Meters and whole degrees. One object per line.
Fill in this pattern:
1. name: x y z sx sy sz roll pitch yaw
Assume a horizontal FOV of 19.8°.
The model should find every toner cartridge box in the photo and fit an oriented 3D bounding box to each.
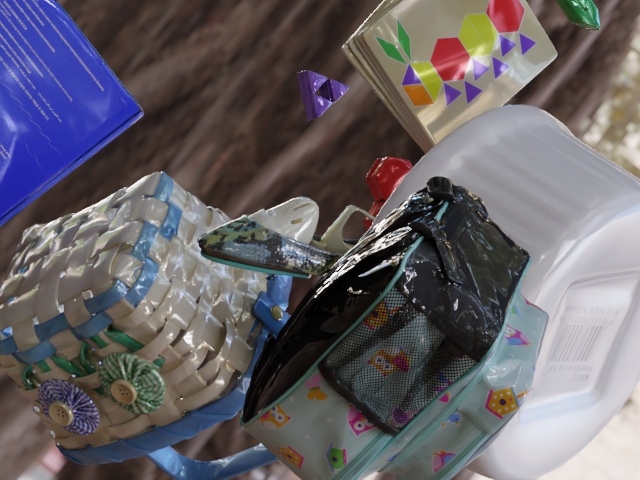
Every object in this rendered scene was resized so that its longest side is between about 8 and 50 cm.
1. toner cartridge box: -0.307 -0.179 1.379 0.348 0.165 0.075 53 -20 -6

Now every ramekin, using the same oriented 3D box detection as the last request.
1. ramekin: 0.152 0.048 1.386 0.135 0.277 0.277 31 -11 34

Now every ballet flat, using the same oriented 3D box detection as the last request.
1. ballet flat: 0.000 0.000 1.351 0.188 0.070 0.070 13 6 -29

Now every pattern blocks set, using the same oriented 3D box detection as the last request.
1. pattern blocks set: 0.116 -0.172 1.641 0.026 0.325 0.285 -6 -67 60

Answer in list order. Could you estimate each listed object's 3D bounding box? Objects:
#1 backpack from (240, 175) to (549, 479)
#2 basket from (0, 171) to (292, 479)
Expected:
1. backpack: 0.045 0.075 1.138 0.144 0.188 0.166 47 24 -10
2. basket: -0.119 0.098 1.513 0.255 0.201 0.289 -24 -50 38
